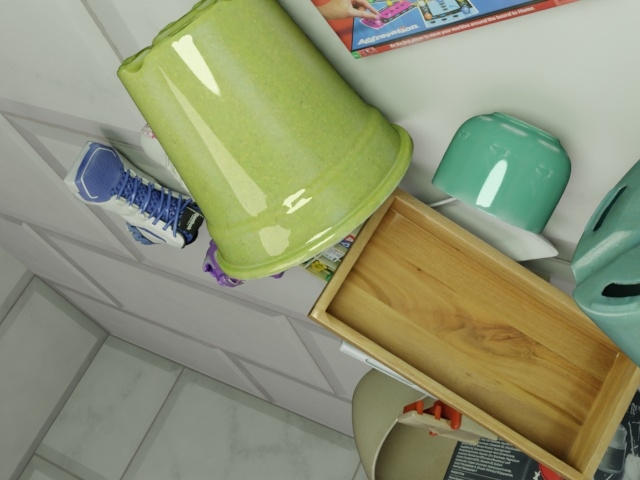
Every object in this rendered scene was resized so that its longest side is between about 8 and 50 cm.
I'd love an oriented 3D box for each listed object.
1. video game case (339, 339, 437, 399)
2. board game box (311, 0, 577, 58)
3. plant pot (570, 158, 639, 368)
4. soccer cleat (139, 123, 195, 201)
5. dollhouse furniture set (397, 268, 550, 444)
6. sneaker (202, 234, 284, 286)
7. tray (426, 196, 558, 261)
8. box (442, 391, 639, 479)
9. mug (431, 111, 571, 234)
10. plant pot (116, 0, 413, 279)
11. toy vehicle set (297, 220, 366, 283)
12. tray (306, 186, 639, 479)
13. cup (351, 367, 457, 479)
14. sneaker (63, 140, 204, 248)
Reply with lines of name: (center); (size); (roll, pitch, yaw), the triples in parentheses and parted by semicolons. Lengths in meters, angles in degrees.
video game case: (0.145, 0.176, 1.207); (0.193, 0.212, 0.023); (27, 122, 1)
board game box: (0.097, -0.247, 0.579); (0.281, 0.027, 0.145); (1, 144, 47)
plant pot: (0.419, 0.061, 0.535); (0.334, 0.341, 0.341); (39, 155, -6)
soccer cleat: (-0.177, -0.109, 1.010); (0.331, 0.143, 0.116); (13, 153, 30)
dollhouse furniture set: (0.220, 0.173, 1.028); (0.135, 0.259, 0.262); (19, 154, -6)
sneaker: (-0.162, 0.053, 1.340); (0.236, 0.104, 0.095); (15, 163, 46)
tray: (0.197, -0.014, 0.929); (0.145, 0.030, 0.270); (34, 161, -16)
box: (0.435, 0.387, 1.172); (0.343, 0.312, 0.179); (36, 155, -21)
mug: (0.189, -0.084, 0.708); (0.158, 0.097, 0.129); (35, -163, 36)
plant pot: (-0.077, -0.141, 0.739); (0.276, 0.276, 0.254); (-4, 130, 51)
toy vehicle set: (0.000, 0.000, 1.184); (0.166, 0.035, 0.267); (31, 157, -9)
tray: (0.210, 0.124, 0.870); (0.411, 0.202, 0.076); (32, 169, -1)
cup: (0.204, 0.420, 1.553); (0.331, 0.331, 0.237); (46, 176, -36)
sneaker: (-0.330, -0.077, 1.294); (0.182, 0.127, 0.315); (11, 159, 26)
